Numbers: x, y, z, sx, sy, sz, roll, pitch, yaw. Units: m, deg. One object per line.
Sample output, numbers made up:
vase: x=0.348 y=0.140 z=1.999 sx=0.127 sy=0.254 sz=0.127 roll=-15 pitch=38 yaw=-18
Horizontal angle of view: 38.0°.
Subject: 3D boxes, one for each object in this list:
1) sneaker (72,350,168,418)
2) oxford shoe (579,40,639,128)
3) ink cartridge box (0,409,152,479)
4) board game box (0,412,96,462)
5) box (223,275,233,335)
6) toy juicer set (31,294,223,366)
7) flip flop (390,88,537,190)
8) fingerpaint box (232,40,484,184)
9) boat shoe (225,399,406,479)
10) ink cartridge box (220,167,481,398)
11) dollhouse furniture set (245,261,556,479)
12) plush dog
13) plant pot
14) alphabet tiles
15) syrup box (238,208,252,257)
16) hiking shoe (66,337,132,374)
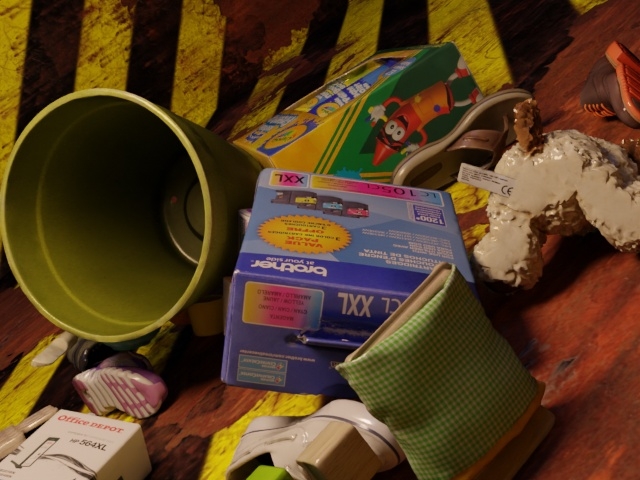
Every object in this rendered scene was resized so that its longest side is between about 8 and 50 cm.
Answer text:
sneaker: x=-0.312 y=0.225 z=1.522 sx=0.104 sy=0.095 sz=0.236 roll=-38 pitch=18 yaw=-36
oxford shoe: x=0.446 y=-0.210 z=1.386 sx=0.098 sy=0.097 sz=0.271 roll=-46 pitch=8 yaw=27
ink cartridge box: x=-0.346 y=0.323 z=1.237 sx=0.148 sy=0.086 sz=0.203 roll=5 pitch=28 yaw=25
board game box: x=-0.518 y=0.454 z=1.355 sx=0.390 sy=0.050 sz=0.390 roll=-28 pitch=20 yaw=15
box: x=-0.055 y=0.106 z=1.310 sx=0.130 sy=0.091 sz=0.170 roll=-3 pitch=10 yaw=-21
toy juicer set: x=-0.339 y=0.132 z=1.595 sx=0.329 sy=0.089 sz=0.209 roll=-11 pitch=8 yaw=-20
flip flop: x=0.242 y=-0.143 z=1.517 sx=0.277 sy=0.112 sz=0.080 roll=-33 pitch=44 yaw=-3
fingerpaint box: x=0.054 y=-0.207 z=1.733 sx=0.371 sy=0.163 sz=0.445 roll=-33 pitch=15 yaw=-5
boat shoe: x=-0.014 y=0.238 z=1.014 sx=0.267 sy=0.096 sz=0.088 roll=-13 pitch=32 yaw=47
ink cartridge box: x=0.034 y=0.059 z=1.100 sx=0.270 sy=0.151 sz=0.395 roll=7 pitch=25 yaw=-2
dollhouse furniture set: x=0.110 y=0.181 z=0.794 sx=0.301 sy=0.197 sz=0.151 roll=-44 pitch=20 yaw=-25
plush dog: x=0.300 y=-0.067 z=1.149 sx=0.262 sy=0.210 sz=0.225 roll=-22 pitch=-4 yaw=24
plant pot: x=-0.251 y=-0.048 z=1.498 sx=0.366 sy=0.366 sz=0.353 roll=-25 pitch=-5 yaw=22
alphabet tiles: x=-0.577 y=0.367 z=1.590 sx=0.278 sy=0.021 sz=0.284 roll=-31 pitch=5 yaw=-23
syrup box: x=0.000 y=0.000 z=1.381 sx=0.237 sy=0.093 sz=0.096 roll=-3 pitch=11 yaw=-19
hiking shoe: x=-0.369 y=0.178 z=1.757 sx=0.227 sy=0.086 sz=0.114 roll=-42 pitch=34 yaw=-8
